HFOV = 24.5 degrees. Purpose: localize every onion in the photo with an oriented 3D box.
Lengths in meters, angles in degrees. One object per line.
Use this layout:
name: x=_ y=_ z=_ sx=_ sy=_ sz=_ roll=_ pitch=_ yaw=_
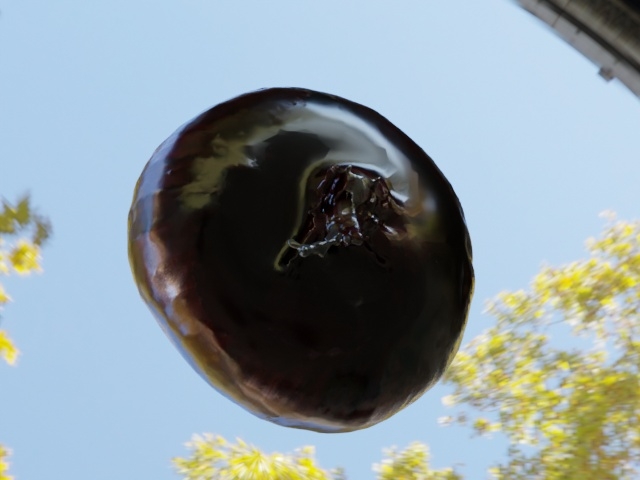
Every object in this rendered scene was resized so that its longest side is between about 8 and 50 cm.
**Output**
onion: x=0.000 y=0.000 z=1.072 sx=0.273 sy=0.285 sz=0.273 roll=8 pitch=-115 yaw=-18
